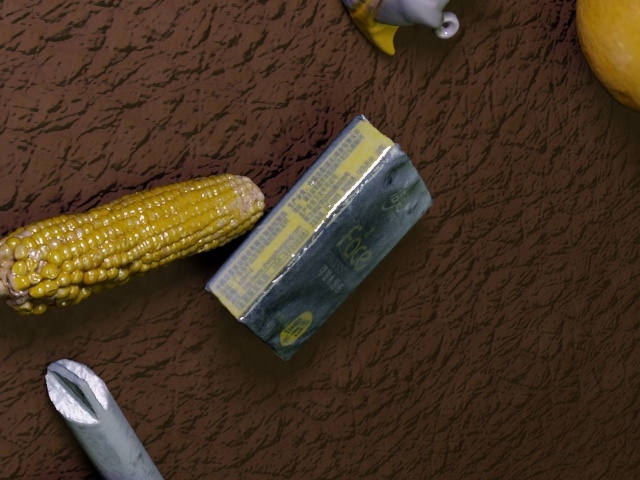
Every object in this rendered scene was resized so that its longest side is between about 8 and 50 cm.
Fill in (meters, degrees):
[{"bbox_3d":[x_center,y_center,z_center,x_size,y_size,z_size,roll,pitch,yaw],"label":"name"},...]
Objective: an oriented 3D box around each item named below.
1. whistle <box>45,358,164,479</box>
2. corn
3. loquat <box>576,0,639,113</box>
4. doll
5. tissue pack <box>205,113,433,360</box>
[{"bbox_3d":[-0.225,0.248,1.943,0.062,0.062,0.312,-37,133,-14],"label":"whistle"},{"bbox_3d":[-0.203,-0.001,1.788,0.319,0.097,0.097,-20,127,-31],"label":"corn"},{"bbox_3d":[0.438,-0.277,2.000,0.274,0.275,0.275,-19,126,-28],"label":"loquat"},{"bbox_3d":[0.064,-0.313,1.802,0.145,0.103,0.316,-46,129,-1],"label":"doll"},{"bbox_3d":[0.000,0.000,1.922,0.257,0.081,0.185,-48,157,-3],"label":"tissue pack"}]
